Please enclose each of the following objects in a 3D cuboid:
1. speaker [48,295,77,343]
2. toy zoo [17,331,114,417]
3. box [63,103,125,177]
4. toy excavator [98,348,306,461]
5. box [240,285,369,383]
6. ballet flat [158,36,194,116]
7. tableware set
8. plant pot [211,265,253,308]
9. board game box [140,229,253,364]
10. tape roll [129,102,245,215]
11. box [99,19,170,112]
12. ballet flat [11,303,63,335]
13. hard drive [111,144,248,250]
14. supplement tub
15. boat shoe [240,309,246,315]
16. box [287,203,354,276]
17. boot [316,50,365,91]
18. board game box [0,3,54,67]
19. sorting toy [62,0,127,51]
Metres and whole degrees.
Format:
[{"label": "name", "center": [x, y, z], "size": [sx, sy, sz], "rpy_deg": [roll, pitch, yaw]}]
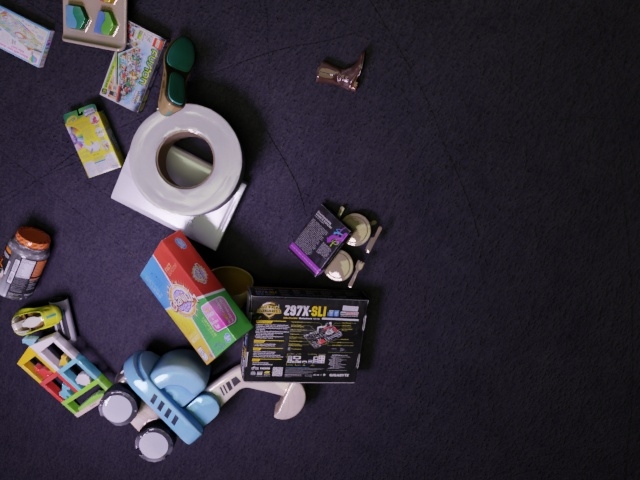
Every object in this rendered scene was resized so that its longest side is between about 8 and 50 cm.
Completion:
[{"label": "speaker", "center": [-0.752, 0.233, 1.982], "size": [0.055, 0.055, 0.136], "rpy_deg": [-4, 106, 9]}, {"label": "toy zoo", "center": [-0.765, 0.386, 2.006], "size": [0.192, 0.030, 0.293], "rpy_deg": [-34, 107, 28]}, {"label": "box", "center": [-0.607, -0.269, 1.817], "size": [0.105, 0.043, 0.179], "rpy_deg": [-16, 107, 12]}, {"label": "toy excavator", "center": [-0.324, 0.427, 1.921], "size": [0.445, 0.222, 0.433], "rpy_deg": [-41, 99, 8]}, {"label": "box", "center": [-0.046, 0.258, 1.840], "size": [0.322, 0.079, 0.257], "rpy_deg": [3, 107, -12]}, {"label": "ballet flat", "center": [-0.366, -0.406, 1.678], "size": [0.080, 0.232, 0.073], "rpy_deg": [24, 142, -30]}, {"label": "tableware set", "center": [0.073, 0.017, 1.817], "size": [0.128, 0.039, 0.194], "rpy_deg": [29, 103, 14]}, {"label": "plant pot", "center": [-0.254, 0.148, 1.862], "size": [0.134, 0.134, 0.095], "rpy_deg": [11, 124, 4]}, {"label": "board game box", "center": [-0.336, 0.158, 1.801], "size": [0.316, 0.064, 0.242], "rpy_deg": [52, 143, 4]}, {"label": "tape roll", "center": [-0.337, -0.204, 1.730], "size": [0.286, 0.100, 0.286], "rpy_deg": [0, 92, -1]}, {"label": "box", "center": [-0.479, -0.448, 1.748], "size": [0.114, 0.036, 0.207], "rpy_deg": [26, 108, -1]}, {"label": "ballet flat", "center": [-0.837, 0.233, 1.947], "size": [0.231, 0.077, 0.077], "rpy_deg": [-16, 99, 31]}, {"label": "hard drive", "center": [-0.381, -0.135, 1.828], "size": [0.319, 0.040, 0.210], "rpy_deg": [27, 108, -2]}, {"label": "supplement tub", "center": [-0.838, 0.063, 1.909], "size": [0.117, 0.117, 0.190], "rpy_deg": [29, 108, -2]}, {"label": "boat shoe", "center": [-0.195, 0.237, 1.903], "size": [0.228, 0.068, 0.081], "rpy_deg": [6, 108, 6]}, {"label": "box", "center": [0.000, 0.000, 1.804], "size": [0.116, 0.029, 0.162], "rpy_deg": [45, 111, 21]}, {"label": "boot", "center": [0.048, -0.433, 1.687], "size": [0.114, 0.037, 0.106], "rpy_deg": [19, 106, 6]}, {"label": "board game box", "center": [-0.782, -0.533, 1.766], "size": [0.154, 0.026, 0.103], "rpy_deg": [27, 108, -2]}, {"label": "sorting toy", "center": [-0.569, -0.592, 1.694], "size": [0.193, 0.038, 0.208], "rpy_deg": [15, 108, 17]}]
